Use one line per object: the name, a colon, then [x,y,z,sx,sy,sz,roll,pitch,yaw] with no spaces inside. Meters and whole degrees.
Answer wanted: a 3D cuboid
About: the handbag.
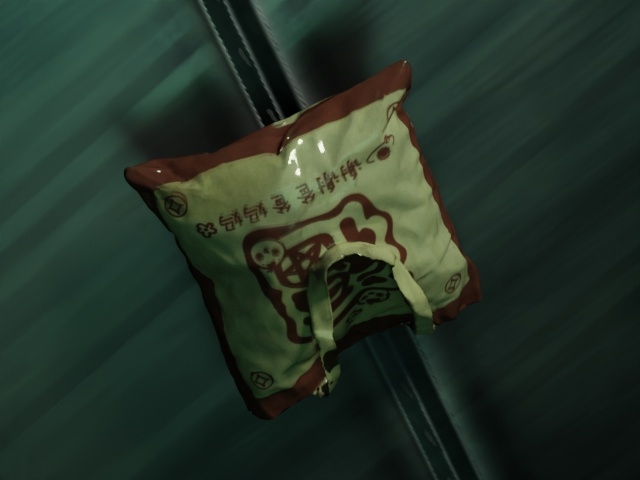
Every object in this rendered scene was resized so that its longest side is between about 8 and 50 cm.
handbag: [0.000,0.000,1.389,0.213,0.127,0.235,-26,122,-3]
